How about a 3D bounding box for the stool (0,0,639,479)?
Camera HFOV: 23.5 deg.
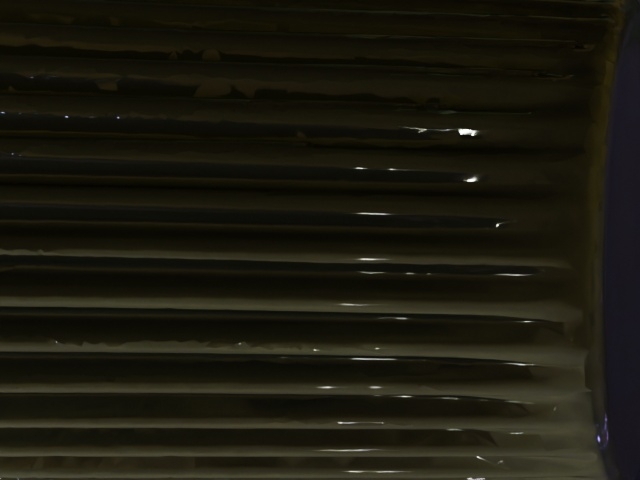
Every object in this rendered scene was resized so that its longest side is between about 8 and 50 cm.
[{"bbox_3d":[0.000,0.000,0.806,0.330,0.297,0.297,1,-117,19],"label":"stool"}]
